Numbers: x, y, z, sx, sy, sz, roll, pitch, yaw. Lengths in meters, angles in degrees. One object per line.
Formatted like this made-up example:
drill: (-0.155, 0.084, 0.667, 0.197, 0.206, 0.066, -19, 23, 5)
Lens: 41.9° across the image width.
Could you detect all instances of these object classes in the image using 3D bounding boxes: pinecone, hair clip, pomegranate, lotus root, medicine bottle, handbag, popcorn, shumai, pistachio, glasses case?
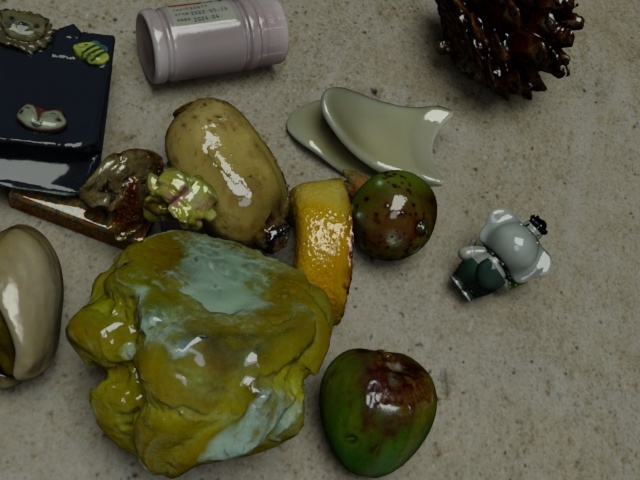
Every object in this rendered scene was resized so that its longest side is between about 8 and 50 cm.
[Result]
pinecone: (0.370, -0.421, 1.636, 0.295, 0.242, 0.298, -9, 62, -19)
hair clip: (0.086, -0.191, 1.520, 0.282, 0.113, 0.173, 18, 61, -14)
pomegranate: (0.108, -0.054, 1.439, 0.159, 0.159, 0.205, -30, 50, -27)
lotus root: (-0.144, -0.100, 1.361, 0.160, 0.146, 0.284, -33, 80, -19)
medicine bottle: (-0.193, -0.361, 1.496, 0.249, 0.133, 0.133, -13, 69, -21)
handbag: (-0.490, -0.240, 1.324, 0.303, 0.122, 0.329, 7, 50, -14)
popcorn: (-0.210, -0.063, 1.256, 0.109, 0.097, 0.089, 5, 92, -18)
shumai: (-0.290, -0.080, 1.283, 0.105, 0.123, 0.139, 41, 38, -5)
pistachio: (-0.436, 0.091, 1.197, 0.153, 0.137, 0.238, 26, 54, -44)
glasses case: (-0.376, -0.053, 1.334, 0.218, 0.049, 0.075, 21, 61, -6)

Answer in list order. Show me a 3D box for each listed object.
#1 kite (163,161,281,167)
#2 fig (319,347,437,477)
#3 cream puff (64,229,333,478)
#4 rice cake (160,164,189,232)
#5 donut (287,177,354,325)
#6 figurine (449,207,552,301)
kite: (-0.183, -0.106, 1.441, 0.241, 0.014, 0.183, 3, 63, -14)
fig: (0.085, 0.258, 1.260, 0.181, 0.181, 0.191, 19, 83, -8)
cream puff: (-0.175, 0.171, 1.180, 0.378, 0.276, 0.378, 13, 28, -7)
rice cake: (-0.238, -0.027, 1.370, 0.047, 0.036, 0.207, -12, 70, -8)
donut: (0.001, -0.006, 1.368, 0.101, 0.152, 0.259, 5, 63, -14)
figurine: (0.316, 0.027, 1.460, 0.192, 0.126, 0.147, -38, 91, 3)
